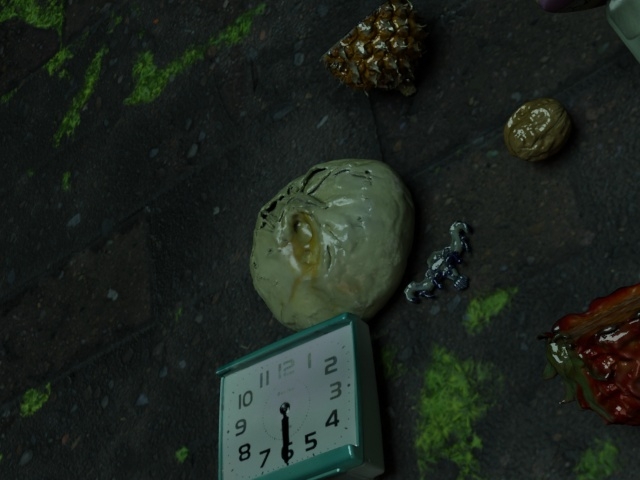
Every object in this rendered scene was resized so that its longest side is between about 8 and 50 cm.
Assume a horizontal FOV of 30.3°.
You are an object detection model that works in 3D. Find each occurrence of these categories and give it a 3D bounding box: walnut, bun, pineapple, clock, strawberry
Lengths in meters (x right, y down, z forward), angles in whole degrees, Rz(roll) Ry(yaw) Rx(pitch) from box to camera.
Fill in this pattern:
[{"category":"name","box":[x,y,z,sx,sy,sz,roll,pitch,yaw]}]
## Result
[{"category":"walnut","box":[0.290,-0.146,1.577,0.096,0.082,0.079,-42,17,14]},{"category":"bun","box":[0.000,0.000,1.732,0.287,0.146,0.287,-21,59,38]},{"category":"pineapple","box":[0.101,-0.277,1.793,0.176,0.137,0.161,-34,8,33]},{"category":"clock","box":[-0.025,0.256,1.674,0.262,0.116,0.231,-26,51,31]},{"category":"strawberry","box":[0.389,0.110,1.316,0.150,0.280,0.253,62,159,3]}]

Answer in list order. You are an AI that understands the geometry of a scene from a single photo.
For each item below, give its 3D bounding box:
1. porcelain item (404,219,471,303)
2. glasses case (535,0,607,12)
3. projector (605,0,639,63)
[{"category":"porcelain item","box":[0.178,0.044,1.635,0.136,0.021,0.075,-55,49,10]},{"category":"glasses case","box":[0.373,-0.350,1.439,0.076,0.316,0.123,50,137,18]},{"category":"projector","box":[0.461,-0.234,1.385,0.163,0.177,0.243,-40,48,23]}]
